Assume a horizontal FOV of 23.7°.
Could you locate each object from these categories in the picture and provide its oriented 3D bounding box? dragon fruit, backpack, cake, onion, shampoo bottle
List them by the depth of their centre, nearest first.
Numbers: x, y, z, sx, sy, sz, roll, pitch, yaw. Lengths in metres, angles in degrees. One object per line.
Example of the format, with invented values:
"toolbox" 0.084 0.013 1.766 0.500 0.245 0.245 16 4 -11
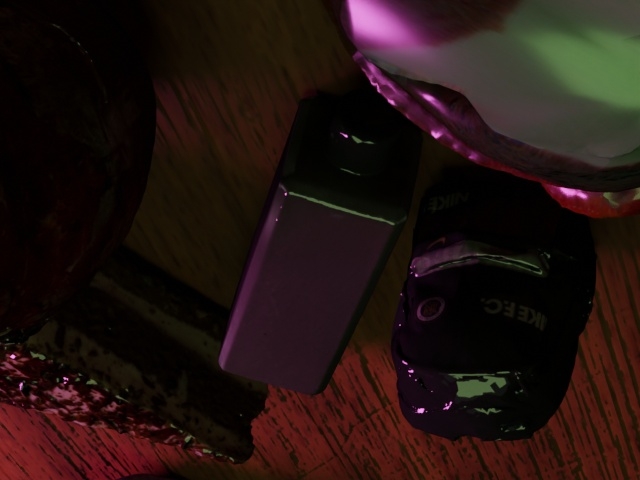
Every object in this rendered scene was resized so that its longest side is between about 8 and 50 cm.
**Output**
"dragon fruit" 0.109 -0.129 0.676 0.295 0.130 0.268 23 132 17
"onion" -0.233 -0.059 0.842 0.281 0.221 0.281 2 123 4
"backpack" 0.100 0.037 0.899 0.120 0.165 0.106 -3 128 15
"shampoo bottle" 0.000 0.000 0.949 0.079 0.080 0.246 16 142 -5
"cake" -0.168 0.079 1.077 0.246 0.112 0.135 32 141 -26

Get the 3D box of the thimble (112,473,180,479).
"thimble" -0.155 0.275 1.283 0.150 0.150 0.098 35 138 -24
